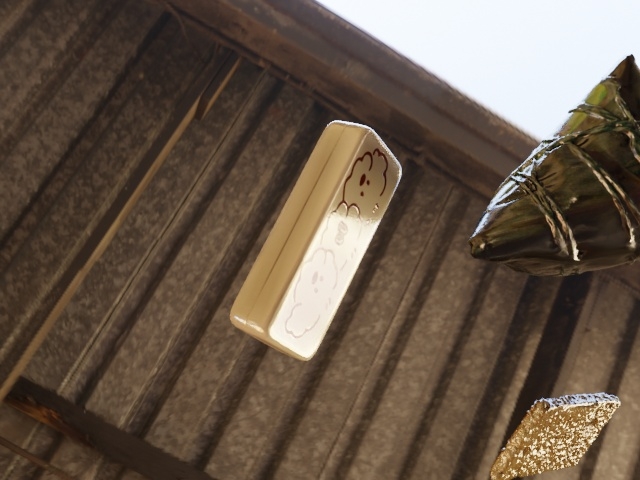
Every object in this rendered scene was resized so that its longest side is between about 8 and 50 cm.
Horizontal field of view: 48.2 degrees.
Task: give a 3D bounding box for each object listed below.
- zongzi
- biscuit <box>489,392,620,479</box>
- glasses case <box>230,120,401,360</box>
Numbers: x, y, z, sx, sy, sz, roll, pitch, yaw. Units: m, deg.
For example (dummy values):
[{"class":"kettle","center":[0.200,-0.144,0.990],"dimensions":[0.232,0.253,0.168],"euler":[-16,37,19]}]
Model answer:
[{"class":"zongzi","center":[0.388,-0.047,1.127],"dimensions":[0.383,0.362,0.319],"euler":[-28,-96,1]},{"class":"biscuit","center":[0.315,0.258,0.953],"dimensions":[0.230,0.131,0.025],"euler":[11,-156,-45]},{"class":"glasses case","center":[0.000,0.000,1.044],"dimensions":[0.076,0.144,0.337],"euler":[19,-103,36]}]
